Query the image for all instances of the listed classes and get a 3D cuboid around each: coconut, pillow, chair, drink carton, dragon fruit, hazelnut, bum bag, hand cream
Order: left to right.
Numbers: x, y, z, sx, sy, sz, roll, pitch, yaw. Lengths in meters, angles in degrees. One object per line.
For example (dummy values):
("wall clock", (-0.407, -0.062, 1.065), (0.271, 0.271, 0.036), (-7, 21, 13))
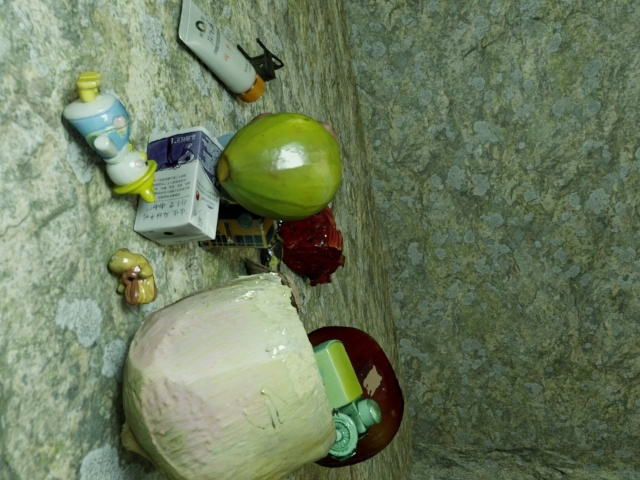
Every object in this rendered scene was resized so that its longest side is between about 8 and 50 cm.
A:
("drink carton", (-0.287, -0.109, 0.993), (0.102, 0.134, 0.222), (50, 38, -62))
("hand cream", (-0.265, -0.491, 1.274), (0.314, 0.089, 0.139), (31, 52, -57))
("coconut", (-0.182, 0.275, 0.885), (0.404, 0.405, 0.404), (-6, 90, -71))
("chair", (-0.178, -0.543, 1.532), (0.212, 0.084, 0.101), (12, 70, -71))
("pillow", (-0.130, 0.119, 1.308), (0.034, 0.211, 0.135), (-35, 124, -31))
("bum bag", (-0.141, 0.089, 1.463), (0.107, 0.060, 0.232), (7, 77, -65))
("dragon fruit", (0.010, -0.002, 1.682), (0.329, 0.228, 0.286), (60, 28, -46))
("hazelnut", (0.046, 0.460, 1.465), (0.429, 0.402, 0.402), (68, 24, -44))

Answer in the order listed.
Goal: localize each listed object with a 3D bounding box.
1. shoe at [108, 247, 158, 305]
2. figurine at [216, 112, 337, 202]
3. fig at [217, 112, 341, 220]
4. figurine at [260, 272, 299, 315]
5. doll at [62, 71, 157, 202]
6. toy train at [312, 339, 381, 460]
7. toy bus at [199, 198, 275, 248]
("shoe", (-0.339, 0.066, 0.880), (0.069, 0.072, 0.109), (-30, 112, -75))
("figurine", (-0.128, -0.241, 1.350), (0.248, 0.277, 0.388), (52, 26, -15))
("fig", (-0.092, -0.153, 1.021), (0.271, 0.239, 0.239), (-16, 100, -46))
("figurine", (-0.167, 0.211, 1.210), (0.175, 0.197, 0.265), (42, 33, -7))
("doll", (-0.363, -0.170, 0.852), (0.099, 0.135, 0.241), (-47, 133, -29))
("toy train", (-0.059, 0.415, 1.164), (0.253, 0.397, 0.160), (66, 18, 12))
("toy bus", (-0.206, -0.035, 1.144), (0.091, 0.182, 0.103), (-68, 155, -55))
